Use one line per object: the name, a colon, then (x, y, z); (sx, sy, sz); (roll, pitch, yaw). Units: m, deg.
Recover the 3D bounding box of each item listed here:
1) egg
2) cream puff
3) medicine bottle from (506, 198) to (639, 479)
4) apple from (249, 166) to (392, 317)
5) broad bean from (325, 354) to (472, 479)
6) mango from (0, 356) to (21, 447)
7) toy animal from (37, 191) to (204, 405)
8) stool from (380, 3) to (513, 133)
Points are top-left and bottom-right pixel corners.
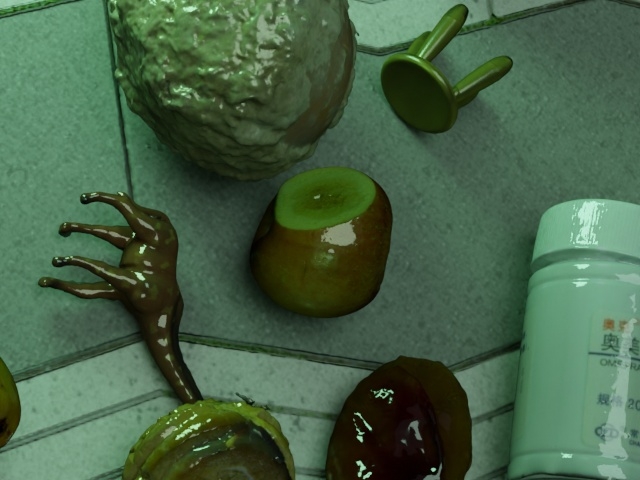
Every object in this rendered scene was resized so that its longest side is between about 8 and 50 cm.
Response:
egg: (-0.091, -0.218, 1.726); (0.279, 0.279, 0.310); (-16, 85, -26)
cream puff: (-0.117, 0.239, 1.642); (0.189, 0.129, 0.189); (-12, 116, -27)
medicine bottle: (0.324, 0.134, 1.832); (0.190, 0.190, 0.332); (16, 69, -18)
apple: (0.000, 0.003, 1.749); (0.147, 0.163, 0.146); (11, 26, -9)
broad bean: (0.086, 0.237, 1.742); (0.156, 0.122, 0.228); (11, 62, 7)
mango: (-0.394, 0.115, 1.568); (0.253, 0.138, 0.113); (42, 78, 12)
toy animal: (-0.189, 0.079, 1.704); (0.230, 0.066, 0.224); (25, 71, -19)
stool: (0.145, -0.201, 1.900); (0.110, 0.135, 0.134); (-41, 138, -30)
